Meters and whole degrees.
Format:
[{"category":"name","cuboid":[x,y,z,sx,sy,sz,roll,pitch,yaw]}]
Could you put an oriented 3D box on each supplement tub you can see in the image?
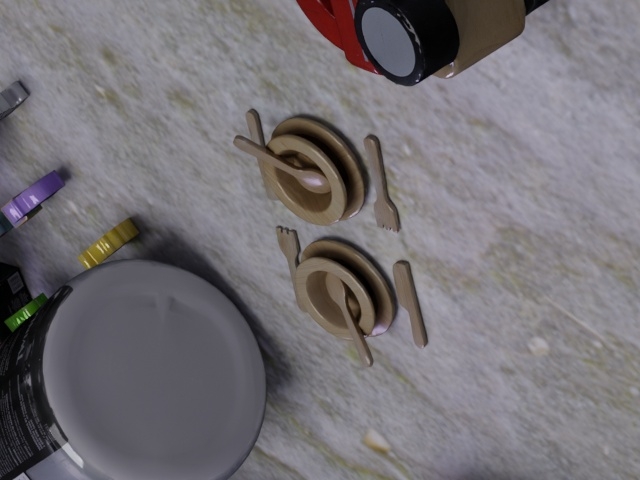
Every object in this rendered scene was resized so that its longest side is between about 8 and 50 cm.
[{"category":"supplement tub","cuboid":[-0.204,0.161,1.441,0.207,0.207,0.338,50,145,-3]}]

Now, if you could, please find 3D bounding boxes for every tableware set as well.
[{"category":"tableware set","cuboid":[0.000,0.000,1.217,0.128,0.039,0.194,15,133,38]}]

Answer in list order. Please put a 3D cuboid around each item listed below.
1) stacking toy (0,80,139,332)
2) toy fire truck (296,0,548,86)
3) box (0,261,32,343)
[{"category":"stacking toy","cuboid":[-0.273,-0.018,1.448,0.167,0.052,0.221,51,134,-3]},{"category":"toy fire truck","cuboid":[-0.011,-0.211,0.954,0.246,0.158,0.217,25,141,47]},{"category":"box","cuboid":[-0.327,0.056,1.606,0.083,0.052,0.062,12,131,38]}]
